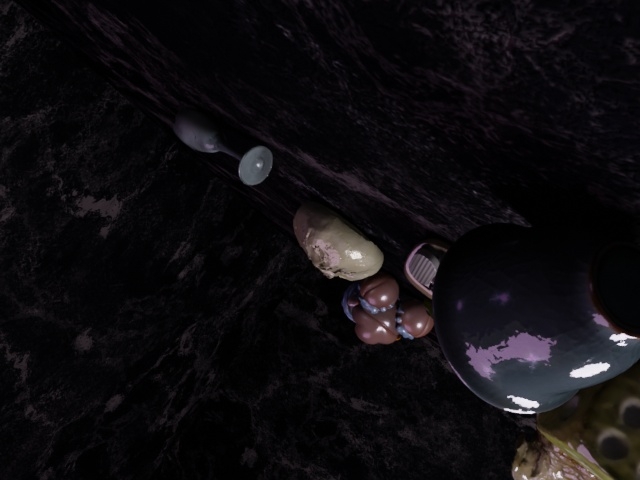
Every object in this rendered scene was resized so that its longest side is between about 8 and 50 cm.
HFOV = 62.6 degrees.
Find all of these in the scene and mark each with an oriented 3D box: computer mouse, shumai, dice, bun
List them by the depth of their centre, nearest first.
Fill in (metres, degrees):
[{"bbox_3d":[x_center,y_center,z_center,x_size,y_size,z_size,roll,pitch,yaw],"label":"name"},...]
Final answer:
[{"bbox_3d":[0.430,0.257,0.747,0.166,0.169,0.169,36,174,10],"label":"dice"},{"bbox_3d":[0.222,0.068,0.965,0.145,0.082,0.236,37,176,11],"label":"computer mouse"},{"bbox_3d":[0.034,0.018,1.405,0.287,0.146,0.287,37,172,6],"label":"bun"},{"bbox_3d":[0.688,0.629,1.485,0.314,0.263,0.267,44,-164,30],"label":"shumai"}]

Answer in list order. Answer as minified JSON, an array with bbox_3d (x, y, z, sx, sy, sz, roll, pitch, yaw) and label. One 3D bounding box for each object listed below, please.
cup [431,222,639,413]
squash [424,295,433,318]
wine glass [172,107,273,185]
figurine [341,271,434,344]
[{"bbox_3d":[0.225,0.058,0.484,0.199,0.199,0.150,37,157,-4],"label":"cup"},{"bbox_3d":[0.312,0.166,1.279,0.071,0.080,0.318,-1,178,-4],"label":"squash"},{"bbox_3d":[-0.270,-0.164,1.325,0.096,0.265,0.309,-11,-146,-45],"label":"wine glass"},{"bbox_3d":[0.215,0.241,1.855,0.276,0.248,0.388,35,-176,-5],"label":"figurine"}]
